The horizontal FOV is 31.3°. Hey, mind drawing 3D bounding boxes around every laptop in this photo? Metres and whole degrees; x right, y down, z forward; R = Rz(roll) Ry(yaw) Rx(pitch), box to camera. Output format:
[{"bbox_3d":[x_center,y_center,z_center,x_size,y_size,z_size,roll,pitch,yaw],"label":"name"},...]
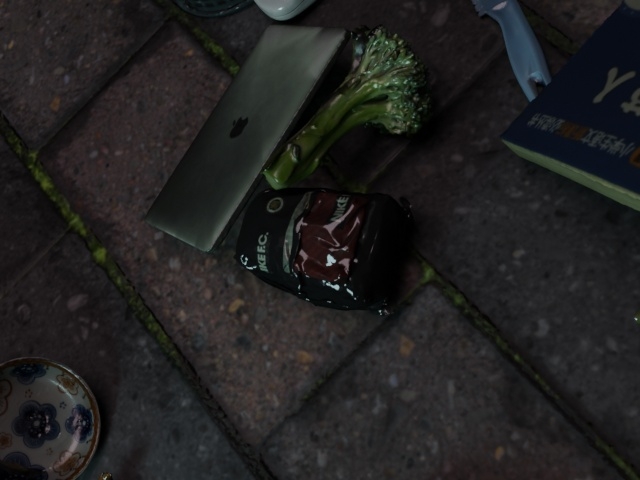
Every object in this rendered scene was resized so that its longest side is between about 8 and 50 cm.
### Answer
[{"bbox_3d":[-0.082,-0.115,1.203,0.269,0.015,0.187,-58,31,-6],"label":"laptop"}]

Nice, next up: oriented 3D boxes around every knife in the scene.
[{"bbox_3d":[0.179,-0.245,1.168,0.044,0.019,0.313,-27,56,18],"label":"knife"}]

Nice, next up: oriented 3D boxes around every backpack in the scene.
[{"bbox_3d":[-0.002,0.003,1.094,0.165,0.106,0.120,5,75,26],"label":"backpack"}]

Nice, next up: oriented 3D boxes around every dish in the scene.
[{"bbox_3d":[-0.303,0.195,1.189,0.141,0.078,0.141,3,78,-14],"label":"dish"}]

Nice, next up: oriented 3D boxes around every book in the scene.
[{"bbox_3d":[0.366,-0.201,0.945,0.428,0.039,0.300,-47,25,-2],"label":"book"}]

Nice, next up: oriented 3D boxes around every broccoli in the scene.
[{"bbox_3d":[0.023,-0.119,1.116,0.204,0.118,0.122,-42,60,-17],"label":"broccoli"}]

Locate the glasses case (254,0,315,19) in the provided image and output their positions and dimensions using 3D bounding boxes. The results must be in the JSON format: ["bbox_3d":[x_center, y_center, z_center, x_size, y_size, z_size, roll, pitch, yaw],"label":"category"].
[{"bbox_3d":[0.002,-0.326,1.272,0.193,0.049,0.074,-45,56,4],"label":"glasses case"}]

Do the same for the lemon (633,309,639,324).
[{"bbox_3d":[0.359,0.041,0.848,0.248,0.184,0.184,-24,58,32],"label":"lemon"}]

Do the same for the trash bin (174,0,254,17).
[{"bbox_3d":[-0.141,-0.368,1.300,0.175,0.161,0.176,-11,66,24],"label":"trash bin"}]

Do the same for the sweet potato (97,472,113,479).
[{"bbox_3d":[-0.197,0.322,1.088,0.055,0.058,0.202,120,144,-47],"label":"sweet potato"}]
